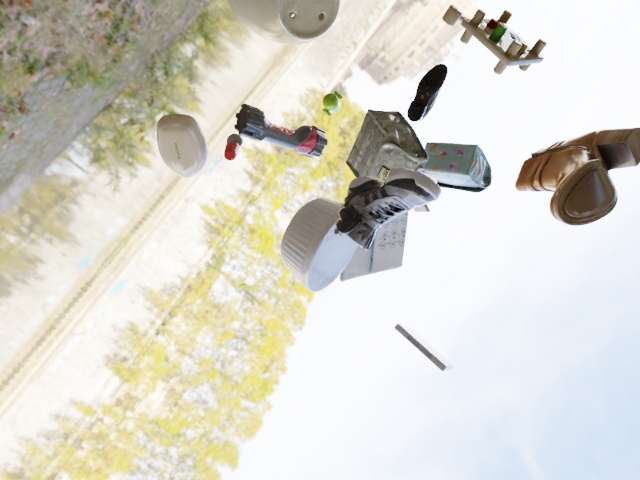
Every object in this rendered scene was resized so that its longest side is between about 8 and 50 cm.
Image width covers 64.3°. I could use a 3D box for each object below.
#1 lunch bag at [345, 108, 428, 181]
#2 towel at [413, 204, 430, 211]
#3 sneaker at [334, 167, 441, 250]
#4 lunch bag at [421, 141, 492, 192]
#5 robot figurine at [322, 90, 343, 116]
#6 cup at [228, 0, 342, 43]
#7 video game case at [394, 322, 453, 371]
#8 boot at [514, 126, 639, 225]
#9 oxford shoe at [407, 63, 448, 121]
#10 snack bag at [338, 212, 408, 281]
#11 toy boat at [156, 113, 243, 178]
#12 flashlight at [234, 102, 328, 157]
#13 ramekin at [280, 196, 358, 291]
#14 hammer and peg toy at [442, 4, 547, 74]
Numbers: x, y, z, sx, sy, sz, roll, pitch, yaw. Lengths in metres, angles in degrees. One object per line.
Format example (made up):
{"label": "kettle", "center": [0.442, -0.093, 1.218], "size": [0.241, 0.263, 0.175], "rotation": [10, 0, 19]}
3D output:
{"label": "lunch bag", "center": [0.235, -0.274, 1.761], "size": [0.287, 0.169, 0.235], "rotation": [62, -36, 35]}
{"label": "towel", "center": [0.431, -0.264, 2.435], "size": [0.034, 0.285, 0.209], "rotation": [-28, -174, -4]}
{"label": "sneaker", "center": [0.126, -0.056, 1.045], "size": [0.268, 0.101, 0.153], "rotation": [2, -119, 59]}
{"label": "lunch bag", "center": [0.554, -0.285, 2.050], "size": [0.223, 0.262, 0.160], "rotation": [13, -96, 36]}
{"label": "robot figurine", "center": [0.045, -0.565, 2.094], "size": [0.101, 0.067, 0.115], "rotation": [-53, 170, 5]}
{"label": "cup", "center": [-0.070, -0.665, 1.362], "size": [0.331, 0.331, 0.237], "rotation": [-46, -136, 18]}
{"label": "video game case", "center": [0.354, 0.364, 1.732], "size": [0.026, 0.206, 0.227], "rotation": [-50, 157, 4]}
{"label": "boot", "center": [0.464, -0.123, 0.996], "size": [0.283, 0.109, 0.220], "rotation": [-46, -159, -22]}
{"label": "oxford shoe", "center": [0.405, -0.552, 1.905], "size": [0.096, 0.083, 0.227], "rotation": [-16, 142, -58]}
{"label": "snack bag", "center": [0.237, 0.008, 2.209], "size": [0.037, 0.342, 0.323], "rotation": [36, -52, 50]}
{"label": "toy boat", "center": [-0.462, -0.365, 1.962], "size": [0.148, 0.318, 0.267], "rotation": [-86, 179, -51]}
{"label": "flashlight", "center": [-0.116, -0.336, 1.554], "size": [0.103, 0.304, 0.103], "rotation": [-58, -135, 19]}
{"label": "ramekin", "center": [0.000, 0.000, 1.458], "size": [0.273, 0.127, 0.273], "rotation": [-44, 153, -30]}
{"label": "hammer and peg toy", "center": [0.643, -0.772, 1.883], "size": [0.266, 0.361, 0.127], "rotation": [-19, 153, -37]}
